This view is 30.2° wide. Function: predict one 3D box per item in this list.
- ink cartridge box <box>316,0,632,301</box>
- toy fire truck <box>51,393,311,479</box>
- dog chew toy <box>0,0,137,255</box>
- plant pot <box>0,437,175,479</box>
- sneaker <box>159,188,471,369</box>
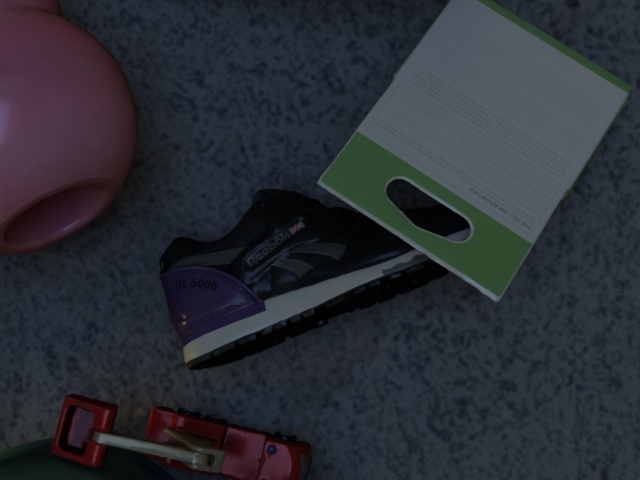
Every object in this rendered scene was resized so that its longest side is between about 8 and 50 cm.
[{"bbox_3d":[0.124,-0.077,0.958,0.171,0.056,0.235,33,68,6],"label":"ink cartridge box"},{"bbox_3d":[-0.105,0.167,0.955,0.192,0.135,0.047,13,87,6],"label":"toy fire truck"},{"bbox_3d":[-0.291,-0.154,0.972,0.206,0.206,0.332,-32,76,1],"label":"dog chew toy"},{"bbox_3d":[-0.215,0.291,0.881,0.271,0.255,0.272,0,84,-1],"label":"plant pot"},{"bbox_3d":[0.000,0.000,0.980,0.283,0.107,0.124,-21,78,2],"label":"sneaker"}]
